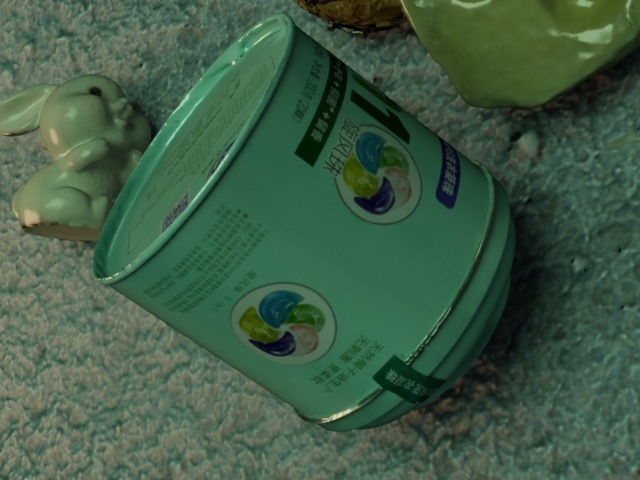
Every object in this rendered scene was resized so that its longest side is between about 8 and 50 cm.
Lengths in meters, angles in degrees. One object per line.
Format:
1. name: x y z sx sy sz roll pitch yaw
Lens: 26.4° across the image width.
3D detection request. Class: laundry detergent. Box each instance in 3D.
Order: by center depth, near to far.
1. laundry detergent: 0.000 0.000 1.224 0.287 0.305 0.287 -46 20 23

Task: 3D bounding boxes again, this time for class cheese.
1. cheese: 0.181 -0.279 1.240 0.318 0.115 0.326 19 112 12

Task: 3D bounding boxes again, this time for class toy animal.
1. toy animal: -0.291 -0.091 1.592 0.178 0.127 0.193 -13 73 34

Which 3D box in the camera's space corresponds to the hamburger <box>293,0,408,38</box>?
1. hamburger: 0.047 -0.317 1.385 0.231 0.107 0.231 1 96 11
